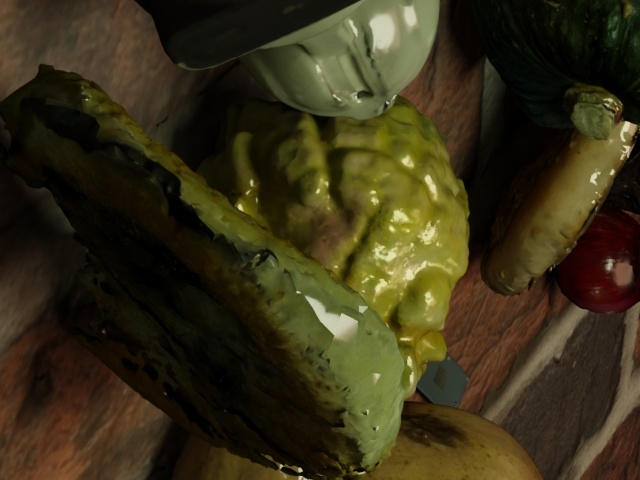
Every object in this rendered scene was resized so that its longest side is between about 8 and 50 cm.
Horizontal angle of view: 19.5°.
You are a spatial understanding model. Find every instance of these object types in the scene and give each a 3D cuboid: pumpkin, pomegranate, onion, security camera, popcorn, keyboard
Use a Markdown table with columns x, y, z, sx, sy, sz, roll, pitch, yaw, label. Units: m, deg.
| x | y | z | sx | sy | sz | roll | pitch | yaw | label |
| --- | --- | --- | --- | --- | --- | --- | --- | --- | --- |
| 0.258 | -0.242 | 1.638 | 0.197 | 0.293 | 0.263 | 52 | 52 | -32 | pumpkin |
| 0.085 | 0.298 | 1.699 | 0.322 | 0.322 | 0.322 | -44 | 145 | -42 | pomegranate |
| 0.331 | 0.023 | 2.161 | 0.131 | 0.131 | 0.131 | -44 | 145 | -42 | onion |
| -0.012 | -0.192 | 1.234 | 0.197 | 0.191 | 0.277 | -25 | 157 | 12 | security camera |
| 0.000 | 0.000 | 1.382 | 0.259 | 0.212 | 0.259 | -162 | -90 | -75 | popcorn |
| 0.123 | 0.144 | 1.962 | 0.055 | 0.014 | 0.176 | -65 | 154 | -11 | keyboard |

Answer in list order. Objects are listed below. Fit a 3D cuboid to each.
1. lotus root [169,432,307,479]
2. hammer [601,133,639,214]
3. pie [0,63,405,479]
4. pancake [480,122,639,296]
| x | y | z | sx | sy | sz | roll | pitch | yaw | label |
| --- | --- | --- | --- | --- | --- | --- | --- | --- | --- |
| -0.052 | 0.209 | 1.516 | 0.169 | 0.152 | 0.342 | 16 | 90 | -78 | lotus root |
| 0.413 | -0.221 | 2.073 | 0.095 | 0.243 | 0.408 | -6 | 100 | -59 | hammer |
| -0.073 | 0.041 | 1.175 | 0.078 | 0.296 | 0.371 | -52 | 153 | -20 | pie |
| 0.266 | -0.105 | 1.869 | 0.387 | 0.082 | 0.387 | -58 | 178 | -3 | pancake |
